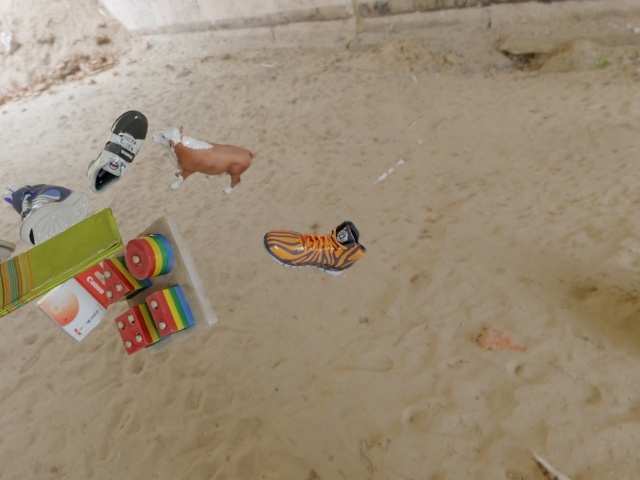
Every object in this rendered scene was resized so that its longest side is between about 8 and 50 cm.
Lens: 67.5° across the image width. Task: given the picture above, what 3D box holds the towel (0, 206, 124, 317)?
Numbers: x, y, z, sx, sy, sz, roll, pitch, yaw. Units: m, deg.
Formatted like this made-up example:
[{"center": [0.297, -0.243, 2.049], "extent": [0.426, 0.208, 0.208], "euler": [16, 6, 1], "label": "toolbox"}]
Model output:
[{"center": [-0.437, 0.033, 0.771], "extent": [0.237, 0.021, 0.102], "euler": [-30, 57, -7], "label": "towel"}]

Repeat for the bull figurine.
[{"center": [-0.355, -0.237, 1.432], "extent": [0.311, 0.188, 0.101], "euler": [6, 51, -36], "label": "bull figurine"}]

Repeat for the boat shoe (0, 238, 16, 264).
[{"center": [-0.707, 0.033, 0.960], "extent": [0.113, 0.103, 0.302], "euler": [15, -8, -15], "label": "boat shoe"}]

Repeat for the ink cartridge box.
[{"center": [-0.622, 0.155, 1.265], "extent": [0.045, 0.145, 0.179], "euler": [10, 50, 46], "label": "ink cartridge box"}]

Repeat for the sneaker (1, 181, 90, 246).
[{"center": [-0.915, -0.089, 1.509], "extent": [0.236, 0.130, 0.322], "euler": [10, 27, 1], "label": "sneaker"}]

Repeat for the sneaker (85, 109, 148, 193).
[{"center": [-0.704, -0.297, 1.680], "extent": [0.330, 0.122, 0.146], "euler": [-52, 40, 16], "label": "sneaker"}]

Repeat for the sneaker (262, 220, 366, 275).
[{"center": [0.000, 0.000, 1.378], "extent": [0.180, 0.321, 0.124], "euler": [-38, 54, 38], "label": "sneaker"}]

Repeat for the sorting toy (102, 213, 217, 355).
[{"center": [-0.379, 0.110, 1.049], "extent": [0.257, 0.255, 0.089], "euler": [-29, -8, 36], "label": "sorting toy"}]
